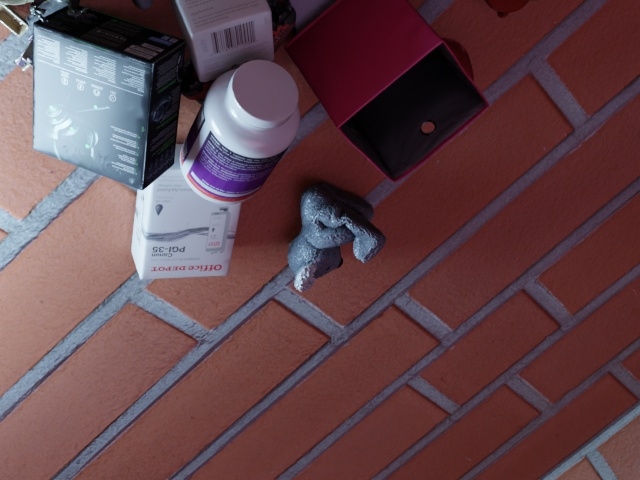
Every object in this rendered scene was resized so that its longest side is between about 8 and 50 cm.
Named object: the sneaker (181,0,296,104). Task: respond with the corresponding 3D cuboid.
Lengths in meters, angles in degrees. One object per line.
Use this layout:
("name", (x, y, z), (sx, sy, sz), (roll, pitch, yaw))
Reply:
("sneaker", (-0.148, -0.358, 1.882), (0.276, 0.098, 0.135), (-40, 139, 5))

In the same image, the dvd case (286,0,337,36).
("dvd case", (0.016, -0.507, 1.875), (0.179, 0.030, 0.239), (-20, 131, -7))

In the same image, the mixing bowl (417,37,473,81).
("mixing bowl", (0.264, -0.338, 2.062), (0.181, 0.098, 0.181), (-12, 129, -15))

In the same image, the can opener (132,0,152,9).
("can opener", (-0.342, -0.536, 1.635), (0.074, 0.093, 0.280), (-35, 132, -17))

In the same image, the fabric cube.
("fabric cube", (0.131, -0.322, 1.882), (0.254, 0.258, 0.259), (-40, 143, 10))

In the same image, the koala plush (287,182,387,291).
("koala plush", (0.000, 0.000, 2.169), (0.203, 0.196, 0.221), (27, 113, -23))

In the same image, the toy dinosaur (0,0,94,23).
("toy dinosaur", (-0.468, -0.435, 1.679), (0.268, 0.118, 0.064), (-16, 145, -10))

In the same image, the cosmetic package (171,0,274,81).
("cosmetic package", (-0.185, -0.421, 1.731), (0.151, 0.184, 0.151), (-18, 157, -8))

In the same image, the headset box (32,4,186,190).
("headset box", (-0.394, -0.257, 1.755), (0.246, 0.131, 0.283), (20, 125, 12))

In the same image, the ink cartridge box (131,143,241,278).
("ink cartridge box", (-0.285, -0.061, 2.039), (0.207, 0.117, 0.283), (-2, 126, -22))

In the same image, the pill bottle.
("pill bottle", (-0.149, -0.205, 1.795), (0.181, 0.182, 0.323), (-1, 160, -22))

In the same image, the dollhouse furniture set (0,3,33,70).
("dollhouse furniture set", (-0.561, -0.359, 1.718), (0.091, 0.081, 0.114), (-33, 122, 27))

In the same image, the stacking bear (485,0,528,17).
("stacking bear", (0.417, -0.541, 1.857), (0.164, 0.176, 0.289), (-9, 172, -25))
